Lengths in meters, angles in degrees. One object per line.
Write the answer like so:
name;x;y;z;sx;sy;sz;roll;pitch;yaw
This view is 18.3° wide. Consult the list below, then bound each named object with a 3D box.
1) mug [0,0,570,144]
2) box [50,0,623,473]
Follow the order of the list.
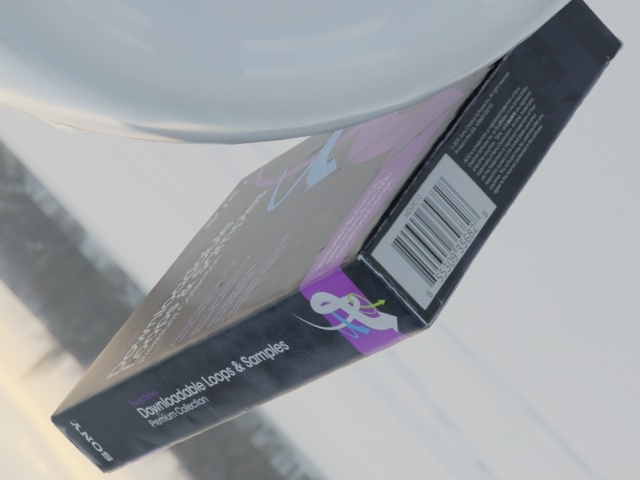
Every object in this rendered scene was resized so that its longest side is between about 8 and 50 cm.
mug;-0.080;-0.201;0.471;0.374;0.276;0.328;42;-171;-37
box;0.000;0.000;0.549;0.029;0.116;0.162;46;142;-11
